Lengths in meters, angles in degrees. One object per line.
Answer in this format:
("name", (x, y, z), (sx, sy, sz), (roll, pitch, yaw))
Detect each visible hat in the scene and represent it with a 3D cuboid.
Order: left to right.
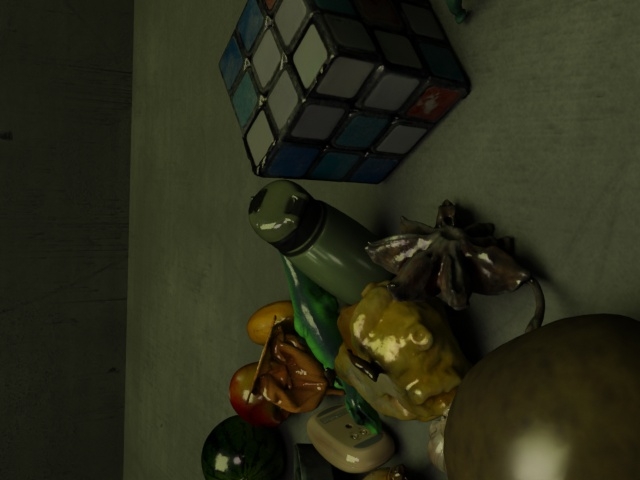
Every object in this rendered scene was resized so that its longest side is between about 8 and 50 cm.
("hat", (-0.044, 0.335, 1.712), (0.233, 0.233, 0.244), (174, 115, -87))

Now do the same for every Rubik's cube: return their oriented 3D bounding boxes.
("Rubik's cube", (0.032, -0.353, 1.442), (0.362, 0.358, 0.363), (-54, 46, 44))

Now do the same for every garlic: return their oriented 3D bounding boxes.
("garlic", (0.272, 0.373, 1.237), (0.127, 0.194, 0.131), (-51, 41, 11))

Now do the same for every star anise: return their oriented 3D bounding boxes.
("star anise", (0.238, 0.054, 1.256), (0.359, 0.315, 0.139), (-73, -25, -52))

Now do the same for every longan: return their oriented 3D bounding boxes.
("longan", (0.361, 0.282, 0.970), (0.336, 0.404, 0.404), (45, 138, -2))

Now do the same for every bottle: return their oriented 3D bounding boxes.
("bottle", (-0.002, 0.000, 1.478), (0.168, 0.347, 0.169), (-30, 42, 31))

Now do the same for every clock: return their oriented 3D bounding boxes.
("clock", (-0.014, 0.678, 1.637), (0.386, 0.076, 0.387), (179, 90, -83))

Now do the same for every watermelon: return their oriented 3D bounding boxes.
("watermelon", (-0.219, 0.617, 1.938), (0.242, 0.242, 0.243), (2, 92, 56))

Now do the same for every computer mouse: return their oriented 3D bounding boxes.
("computer mouse", (0.068, 0.458, 1.582), (0.236, 0.145, 0.082), (19, 121, 53))

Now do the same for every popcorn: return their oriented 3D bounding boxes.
("popcorn", (0.161, 0.206, 1.351), (0.316, 0.281, 0.297), (22, 141, 63))

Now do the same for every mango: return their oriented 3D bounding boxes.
("mango", (-0.112, 0.220, 1.849), (0.219, 0.144, 0.113), (-25, 86, 52))

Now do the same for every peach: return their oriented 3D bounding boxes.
("peach", (-0.163, 0.418, 1.895), (0.197, 0.197, 0.198), (2, 92, 56))

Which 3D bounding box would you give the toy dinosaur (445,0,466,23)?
("toy dinosaur", (0.206, -0.514, 1.174), (0.383, 0.330, 0.130), (-32, 60, 51))

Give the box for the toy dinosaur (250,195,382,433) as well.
("toy dinosaur", (-0.029, 0.173, 1.534), (0.144, 0.500, 0.374), (-30, 33, 9))

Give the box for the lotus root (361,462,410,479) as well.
("lotus root", (0.135, 0.601, 1.481), (0.169, 0.151, 0.343), (-115, 38, -56))
